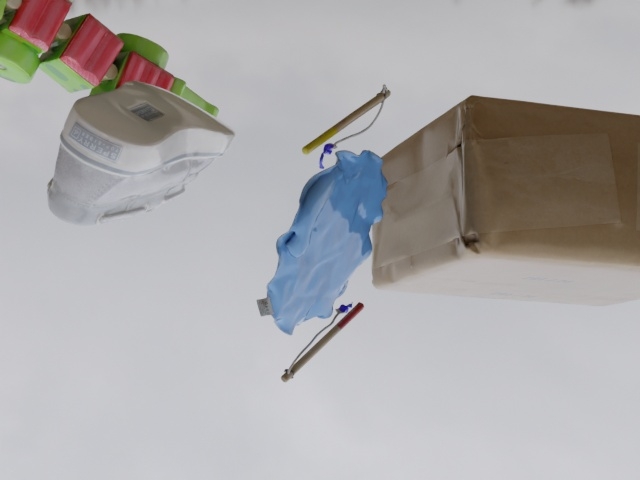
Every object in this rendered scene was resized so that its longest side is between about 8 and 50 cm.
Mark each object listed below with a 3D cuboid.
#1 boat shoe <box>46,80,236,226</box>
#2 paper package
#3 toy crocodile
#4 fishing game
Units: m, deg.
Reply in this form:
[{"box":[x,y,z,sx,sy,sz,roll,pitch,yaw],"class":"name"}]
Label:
[{"box":[-0.098,-0.044,0.639,0.066,0.063,0.184,30,-165,-1],"class":"boat shoe"},{"box":[0.246,-0.031,1.269,0.324,0.168,0.309,4,170,-17],"class":"paper package"},{"box":[-0.241,-0.188,1.184,0.340,0.115,0.105,33,162,-34],"class":"toy crocodile"},{"box":[0.000,0.000,1.039,0.041,0.264,0.189,25,-136,24],"class":"fishing game"}]
